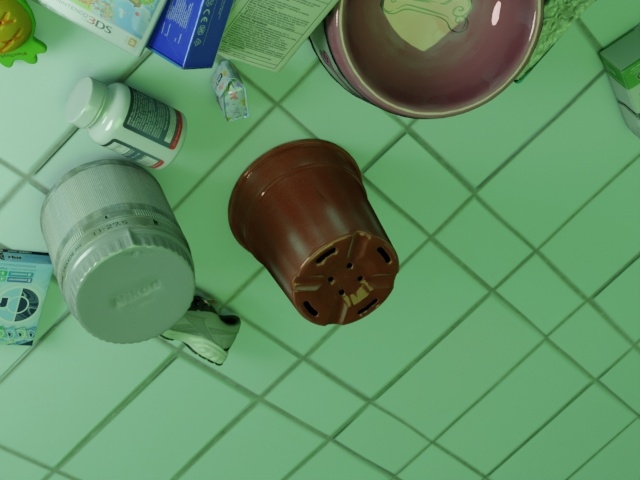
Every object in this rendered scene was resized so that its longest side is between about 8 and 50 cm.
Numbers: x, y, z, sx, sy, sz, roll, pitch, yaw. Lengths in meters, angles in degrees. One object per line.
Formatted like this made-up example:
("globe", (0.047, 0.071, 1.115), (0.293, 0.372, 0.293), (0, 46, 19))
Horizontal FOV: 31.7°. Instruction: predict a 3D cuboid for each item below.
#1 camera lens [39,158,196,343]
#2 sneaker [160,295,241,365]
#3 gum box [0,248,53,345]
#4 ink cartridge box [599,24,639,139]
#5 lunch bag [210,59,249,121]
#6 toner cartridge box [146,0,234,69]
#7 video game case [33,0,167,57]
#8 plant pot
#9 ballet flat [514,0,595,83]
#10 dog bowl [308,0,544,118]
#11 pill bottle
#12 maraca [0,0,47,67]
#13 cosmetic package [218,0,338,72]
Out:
("camera lens", (-0.339, 0.012, 1.880), (0.219, 0.274, 0.219), (-13, 129, -17))
("sneaker", (-0.262, 0.140, 2.144), (0.271, 0.100, 0.108), (32, 93, -42))
("gum box", (-0.569, 0.100, 1.992), (0.157, 0.041, 0.184), (6, 122, -29))
("ink cartridge box", (0.666, -0.318, 2.234), (0.160, 0.093, 0.219), (-33, 132, 1))
("lunch bag", (-0.154, -0.255, 1.906), (0.053, 0.071, 0.083), (-12, 131, -12))
("toner cartridge box", (-0.187, -0.445, 1.665), (0.075, 0.165, 0.348), (-14, 132, -53))
("video game case", (-0.306, -0.400, 1.638), (0.193, 0.023, 0.212), (28, 118, -7))
("plant pot", (0.000, 0.000, 2.040), (0.272, 0.265, 0.272), (-13, 129, -16))
("ballet flat", (0.441, -0.456, 2.009), (0.409, 0.147, 0.147), (-45, 130, 10))
("dog bowl", (0.181, -0.381, 1.839), (0.407, 0.150, 0.408), (-3, 115, -6))
("pill bottle", (-0.319, -0.196, 1.847), (0.180, 0.108, 0.108), (25, 111, -37))
("maraca", (-0.483, -0.322, 1.683), (0.127, 0.099, 0.186), (-4, 149, 11))
("cosmetic package", (-0.056, -0.412, 1.732), (0.153, 0.129, 0.296), (15, 139, -34))
